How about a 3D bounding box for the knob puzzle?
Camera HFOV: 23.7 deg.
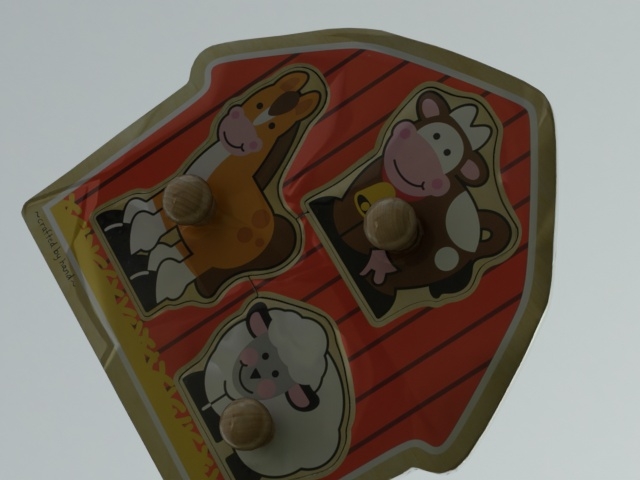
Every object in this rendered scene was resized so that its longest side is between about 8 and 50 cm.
[{"bbox_3d":[0.000,0.000,0.559,0.213,0.213,0.030,-54,-23,-2],"label":"knob puzzle"}]
